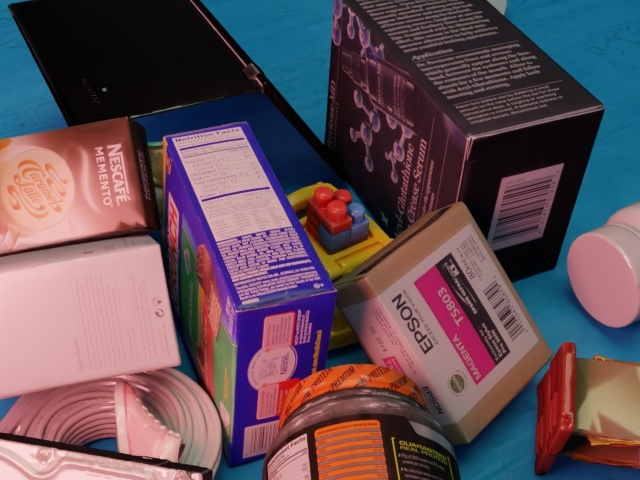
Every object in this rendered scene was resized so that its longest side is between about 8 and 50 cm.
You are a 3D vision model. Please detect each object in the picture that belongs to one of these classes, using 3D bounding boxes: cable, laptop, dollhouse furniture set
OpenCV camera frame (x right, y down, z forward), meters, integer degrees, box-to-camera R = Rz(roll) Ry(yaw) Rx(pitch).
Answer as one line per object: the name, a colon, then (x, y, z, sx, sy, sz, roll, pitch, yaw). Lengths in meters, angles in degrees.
cable: (-0.240, 0.246, 1.042, 0.257, 0.089, 0.257, 10, 42, 7)
laptop: (-0.217, -0.231, 1.452, 0.236, 0.408, 0.382, -40, 48, 5)
dollhouse furniture set: (0.333, 0.309, 0.996, 0.201, 0.152, 0.374, 9, 60, 5)

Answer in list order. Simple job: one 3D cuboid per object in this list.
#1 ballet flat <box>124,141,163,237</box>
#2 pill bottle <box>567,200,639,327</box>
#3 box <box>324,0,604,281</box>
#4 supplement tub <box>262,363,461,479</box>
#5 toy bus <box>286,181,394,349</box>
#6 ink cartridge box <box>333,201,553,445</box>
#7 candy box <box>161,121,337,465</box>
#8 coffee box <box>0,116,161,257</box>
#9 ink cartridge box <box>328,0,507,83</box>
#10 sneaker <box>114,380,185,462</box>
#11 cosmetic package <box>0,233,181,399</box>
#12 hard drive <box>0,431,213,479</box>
ballet flat: (-0.298, -0.061, 1.240, 0.343, 0.116, 0.124, 0, 63, -3)
pill bottle: (0.494, 0.011, 1.287, 0.283, 0.160, 0.160, -19, 47, -22)
box: (0.183, -0.163, 1.359, 0.212, 0.293, 0.395, -15, 45, -19)
supplement tub: (0.048, 0.302, 0.912, 0.207, 0.207, 0.338, -1, 43, -5)
toy bus: (0.000, 0.000, 1.234, 0.149, 0.211, 0.220, -24, 48, -24)
ink cartridge box: (0.150, 0.101, 1.129, 0.193, 0.088, 0.234, -37, 98, -35)
candy box: (-0.101, 0.057, 1.122, 0.122, 0.268, 0.317, -9, 43, -19)
coffee box: (-0.335, -0.060, 1.148, 0.247, 0.098, 0.141, -11, 88, 1)
ink cartridge box: (0.195, -0.411, 1.778, 0.308, 0.091, 0.385, 9, 42, 6)
sneaker: (-0.182, 0.206, 0.987, 0.070, 0.051, 0.134, -6, 46, -14)
cosmetic package: (-0.288, 0.078, 1.048, 0.225, 0.138, 0.224, -11, 6, -13)
hard drive: (-0.290, 0.310, 0.893, 0.339, 0.064, 0.236, 9, 82, 5)
